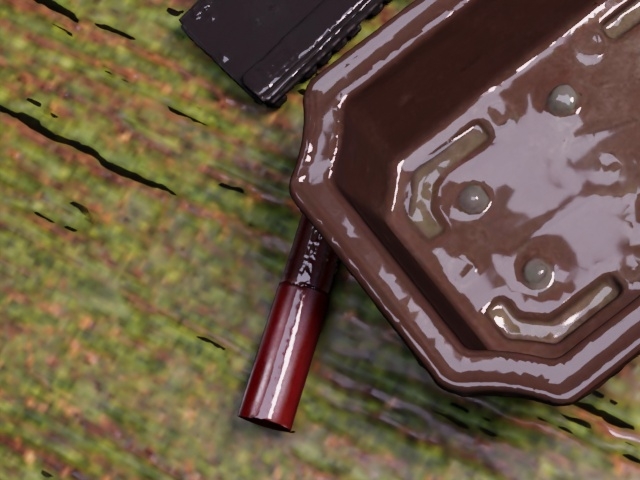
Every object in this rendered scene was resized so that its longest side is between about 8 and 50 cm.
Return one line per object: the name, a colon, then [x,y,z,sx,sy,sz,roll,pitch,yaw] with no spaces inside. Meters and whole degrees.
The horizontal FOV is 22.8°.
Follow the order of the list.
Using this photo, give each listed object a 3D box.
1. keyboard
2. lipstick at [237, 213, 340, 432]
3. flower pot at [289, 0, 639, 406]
keyboard: [0.036,-0.161,0.766,0.231,0.023,0.072,-44,63,-3]
lipstick: [-0.001,0.000,0.724,0.027,0.027,0.176,13,76,16]
flower pot: [0.123,-0.045,0.679,0.251,0.084,0.179,-38,69,-1]
